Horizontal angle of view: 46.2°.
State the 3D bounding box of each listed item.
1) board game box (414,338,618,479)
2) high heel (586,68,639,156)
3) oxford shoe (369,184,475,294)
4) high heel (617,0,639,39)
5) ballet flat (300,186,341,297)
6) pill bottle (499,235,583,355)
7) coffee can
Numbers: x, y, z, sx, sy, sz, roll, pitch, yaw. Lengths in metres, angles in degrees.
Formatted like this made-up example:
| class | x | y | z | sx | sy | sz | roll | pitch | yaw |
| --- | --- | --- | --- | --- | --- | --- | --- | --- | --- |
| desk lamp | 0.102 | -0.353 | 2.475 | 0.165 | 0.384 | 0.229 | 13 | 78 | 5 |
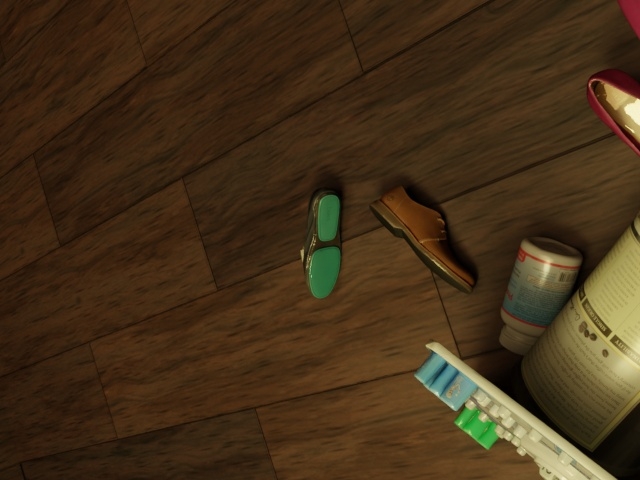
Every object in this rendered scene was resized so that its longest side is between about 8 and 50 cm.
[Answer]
| class | x | y | z | sx | sy | sz | roll | pitch | yaw |
| --- | --- | --- | --- | --- | --- | --- | --- | --- | --- |
| board game box | 0.306 | 0.305 | 0.951 | 0.390 | 0.390 | 0.050 | 37 | 83 | 28 |
| high heel | 0.427 | -0.119 | 0.930 | 0.082 | 0.117 | 0.244 | -43 | 71 | 35 |
| oxford shoe | 0.176 | -0.005 | 1.186 | 0.076 | 0.076 | 0.212 | -41 | 79 | -6 |
| high heel | 0.367 | -0.403 | 0.889 | 0.127 | 0.181 | 0.377 | -15 | 88 | 39 |
| ballet flat | 0.000 | 0.000 | 1.329 | 0.074 | 0.074 | 0.203 | 19 | 115 | 35 |
| pill bottle | 0.310 | 0.081 | 1.077 | 0.087 | 0.087 | 0.160 | 25 | 112 | 33 |
| coffee can | 0.400 | 0.127 | 0.939 | 0.201 | 0.202 | 0.275 | 43 | 121 | 25 |
